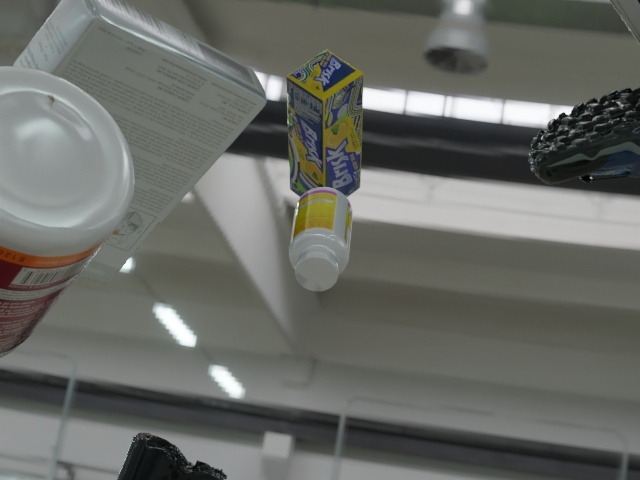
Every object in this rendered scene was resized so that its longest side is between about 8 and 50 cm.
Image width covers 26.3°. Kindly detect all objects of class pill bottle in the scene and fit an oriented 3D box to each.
[{"bbox_3d":[0.000,0.000,0.985,0.043,0.083,0.043,2,-56,3],"label":"pill bottle"},{"bbox_3d":[-0.208,0.002,0.830,0.121,0.121,0.221,18,-38,-25],"label":"pill bottle"}]

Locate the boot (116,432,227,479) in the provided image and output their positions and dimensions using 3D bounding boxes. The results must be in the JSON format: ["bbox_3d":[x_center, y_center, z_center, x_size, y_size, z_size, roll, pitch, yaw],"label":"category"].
[{"bbox_3d":[-0.247,0.314,1.574,0.246,0.207,0.094,24,-11,-14],"label":"boot"}]

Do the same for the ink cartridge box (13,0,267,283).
[{"bbox_3d":[-0.186,-0.082,1.138,0.189,0.066,0.232,22,-57,-43],"label":"ink cartridge box"}]

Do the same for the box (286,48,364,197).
[{"bbox_3d":[0.005,-0.108,1.390,0.054,0.059,0.169,38,-30,27],"label":"box"}]

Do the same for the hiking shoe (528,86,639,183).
[{"bbox_3d":[0.358,-0.084,1.331,0.304,0.113,0.132,-13,-66,8],"label":"hiking shoe"}]

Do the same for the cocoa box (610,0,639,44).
[{"bbox_3d":[0.418,-0.354,1.316,0.347,0.228,0.231,-29,-38,18],"label":"cocoa box"}]
